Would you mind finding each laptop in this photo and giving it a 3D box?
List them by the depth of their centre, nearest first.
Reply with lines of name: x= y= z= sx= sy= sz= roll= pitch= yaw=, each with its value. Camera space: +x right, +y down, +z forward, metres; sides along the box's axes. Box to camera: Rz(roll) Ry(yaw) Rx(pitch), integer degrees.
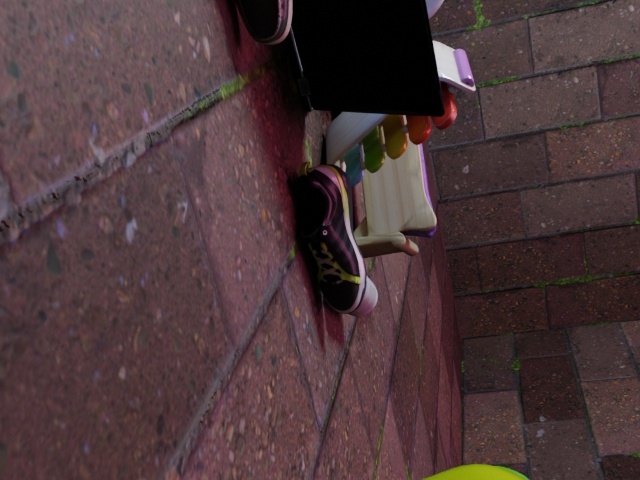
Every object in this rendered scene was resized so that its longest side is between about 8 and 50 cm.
laptop: x=0.048 y=-0.417 z=1.139 sx=0.408 sy=0.236 sz=0.382 roll=-73 pitch=152 yaw=-60

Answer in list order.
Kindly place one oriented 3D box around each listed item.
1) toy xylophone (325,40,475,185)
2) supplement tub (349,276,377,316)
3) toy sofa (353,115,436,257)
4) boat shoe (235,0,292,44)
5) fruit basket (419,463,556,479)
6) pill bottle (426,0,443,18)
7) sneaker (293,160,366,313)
toy xylophone: x=0.116 y=-0.229 z=1.258 sx=0.081 sy=0.322 sz=0.236 roll=32 pitch=43 yaw=-28
supplement tub: x=0.050 y=0.081 z=1.195 sx=0.107 sy=0.071 sz=0.071 roll=48 pitch=36 yaw=-65
toy sofa: x=0.128 y=-0.152 z=1.425 sx=0.150 sy=0.177 sz=0.363 roll=29 pitch=53 yaw=-72
boat shoe: x=-0.095 y=-0.351 z=0.881 sx=0.079 sy=0.084 sz=0.233 roll=-38 pitch=119 yaw=-58
fruit basket: x=-0.016 y=0.261 z=0.387 sx=0.392 sy=0.282 sz=0.392 roll=-5 pitch=96 yaw=-64
pill bottle: x=0.127 y=-0.527 z=1.398 sx=0.361 sy=0.204 sz=0.204 roll=-87 pitch=163 yaw=-64
sneaker: x=0.000 y=0.000 z=1.085 sx=0.097 sy=0.084 sz=0.235 roll=-17 pitch=98 yaw=-51
